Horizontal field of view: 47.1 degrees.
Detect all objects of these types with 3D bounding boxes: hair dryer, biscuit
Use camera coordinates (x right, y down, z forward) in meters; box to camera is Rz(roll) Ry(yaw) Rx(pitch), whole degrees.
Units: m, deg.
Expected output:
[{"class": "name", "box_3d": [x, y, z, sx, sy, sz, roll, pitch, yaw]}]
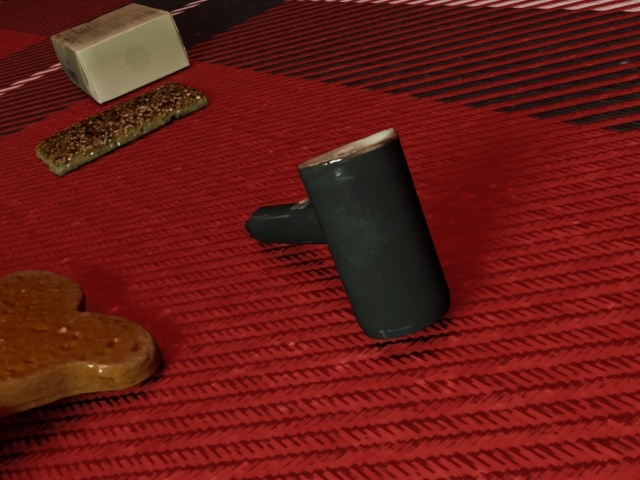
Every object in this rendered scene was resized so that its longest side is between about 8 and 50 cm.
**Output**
[{"class": "hair dryer", "box_3d": [0.000, 0.000, 0.571, 0.070, 0.128, 0.255, -25, 9, -23]}, {"class": "biscuit", "box_3d": [-0.278, -0.162, 1.015, 0.231, 0.025, 0.131, -31, 33, -22]}, {"class": "biscuit", "box_3d": [-0.288, 0.095, 0.493, 0.205, 0.049, 0.324, 25, 27, 37]}]

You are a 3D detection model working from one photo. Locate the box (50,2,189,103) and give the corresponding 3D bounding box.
[{"class": "box", "box_3d": [-0.340, -0.318, 1.230, 0.168, 0.095, 0.212, -27, 31, -18]}]
